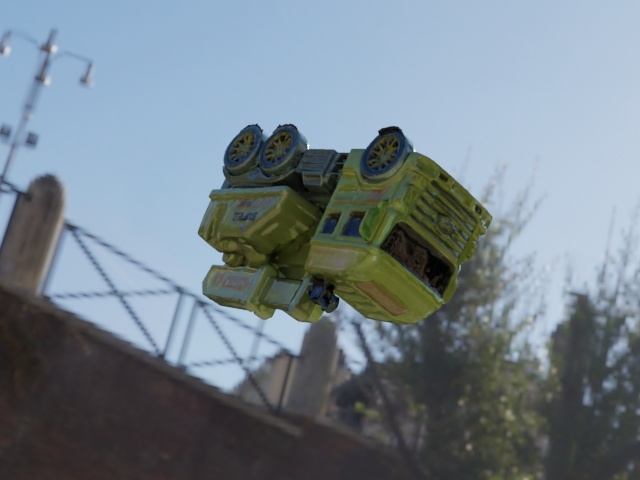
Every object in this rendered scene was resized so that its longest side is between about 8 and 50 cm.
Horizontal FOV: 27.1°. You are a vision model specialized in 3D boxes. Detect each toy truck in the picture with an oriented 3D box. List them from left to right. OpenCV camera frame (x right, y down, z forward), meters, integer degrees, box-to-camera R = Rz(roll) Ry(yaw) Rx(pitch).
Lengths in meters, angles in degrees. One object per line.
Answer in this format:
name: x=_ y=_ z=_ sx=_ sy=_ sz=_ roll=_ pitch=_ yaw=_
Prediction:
toy truck: x=0.000 y=0.000 z=0.704 sx=0.169 sy=0.100 sz=0.077 roll=8 pitch=-24 yaw=48
